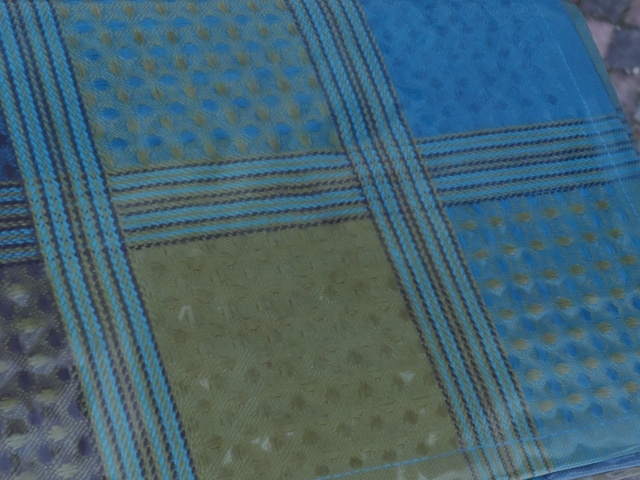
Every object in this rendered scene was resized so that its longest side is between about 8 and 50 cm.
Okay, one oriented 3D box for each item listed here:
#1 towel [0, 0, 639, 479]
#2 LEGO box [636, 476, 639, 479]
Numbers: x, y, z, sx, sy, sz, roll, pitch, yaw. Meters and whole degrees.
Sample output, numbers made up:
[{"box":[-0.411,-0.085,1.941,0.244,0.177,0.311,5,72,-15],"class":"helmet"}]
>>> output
[{"box":[0.000,0.000,0.571,0.370,0.271,0.040,-7,155,-25],"class":"towel"},{"box":[0.439,0.089,0.670,0.500,0.372,0.193,-44,109,-25],"class":"LEGO box"}]
